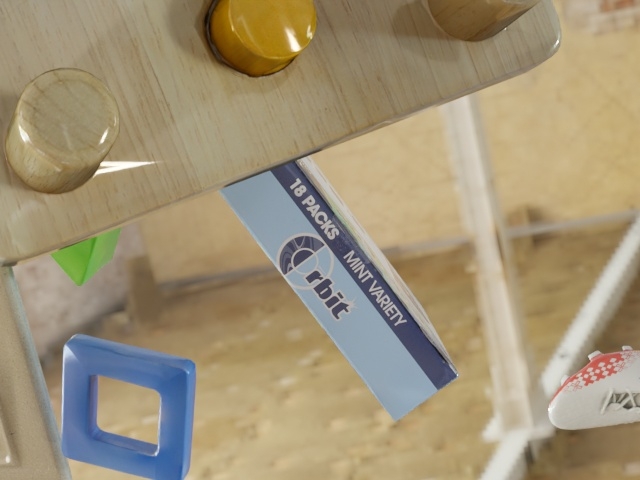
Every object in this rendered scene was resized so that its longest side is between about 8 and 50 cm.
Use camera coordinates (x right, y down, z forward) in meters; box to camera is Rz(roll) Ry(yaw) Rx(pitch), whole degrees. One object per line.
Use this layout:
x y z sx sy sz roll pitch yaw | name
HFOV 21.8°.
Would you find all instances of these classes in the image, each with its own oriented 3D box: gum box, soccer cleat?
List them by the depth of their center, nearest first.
0.127 0.056 0.625 0.083 0.029 0.035 -16 -142 -8 | soccer cleat
0.000 0.000 0.847 0.041 0.157 0.184 -36 -172 2 | gum box

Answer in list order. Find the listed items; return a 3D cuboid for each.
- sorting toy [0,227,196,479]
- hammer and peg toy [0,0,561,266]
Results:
-0.217 0.045 0.813 0.348 0.196 0.047 -2 -159 20 | sorting toy
-0.085 -0.195 0.659 0.266 0.361 0.127 -23 177 -18 | hammer and peg toy
